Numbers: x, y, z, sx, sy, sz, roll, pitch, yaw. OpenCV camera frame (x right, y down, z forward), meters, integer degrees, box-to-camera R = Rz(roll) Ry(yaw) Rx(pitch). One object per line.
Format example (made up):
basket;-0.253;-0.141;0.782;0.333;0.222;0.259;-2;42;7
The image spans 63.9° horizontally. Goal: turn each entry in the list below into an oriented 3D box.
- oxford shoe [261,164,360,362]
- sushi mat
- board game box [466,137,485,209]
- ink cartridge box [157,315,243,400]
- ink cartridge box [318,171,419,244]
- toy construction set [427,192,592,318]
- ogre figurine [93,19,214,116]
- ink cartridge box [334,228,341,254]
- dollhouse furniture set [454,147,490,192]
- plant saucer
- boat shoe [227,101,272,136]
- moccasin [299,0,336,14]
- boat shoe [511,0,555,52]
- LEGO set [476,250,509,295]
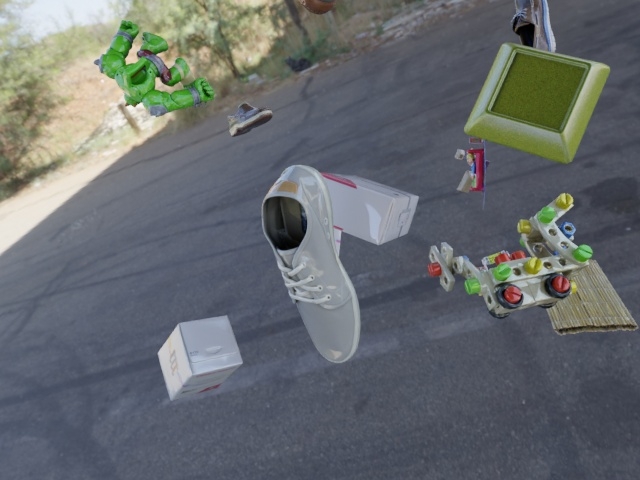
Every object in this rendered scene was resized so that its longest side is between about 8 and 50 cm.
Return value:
oxford shoe;-0.027;0.068;1.091;0.169;0.450;0.130;-1;21;34
sushi mat;0.563;0.114;1.127;0.151;0.019;0.316;-6;20;16
board game box;0.300;-0.142;0.996;0.033;0.133;0.169;1;56;16
ink cartridge box;-0.286;0.276;1.210;0.128;0.128;0.176;-5;-29;-38
ink cartridge box;0.112;-0.088;1.301;0.207;0.117;0.283;21;13;19
toy construction set;0.388;0.040;1.036;0.327;0.151;0.215;-17;64;3
ogre figurine;-0.291;-0.284;0.869;0.096;0.197;0.118;-17;27;52
ink cartridge box;0.000;0.000;1.570;0.115;0.067;0.198;10;67;-6
dollhouse furniture set;0.390;-0.198;1.412;0.090;0.114;0.081;15;34;-8
plant saucer;0.367;-0.247;0.874;0.188;0.045;0.189;23;85;21
boat shoe;-0.265;-0.447;1.836;0.095;0.095;0.257;-22;8;-38
moccasin;-0.101;-0.564;0.983;0.139;0.380;0.147;-29;-17;-45
boat shoe;0.467;-0.490;1.146;0.066;0.183;0.066;-15;-6;-21
LEGO set;0.490;0.083;1.435;0.286;0.107;0.132;-10;-20;-33
